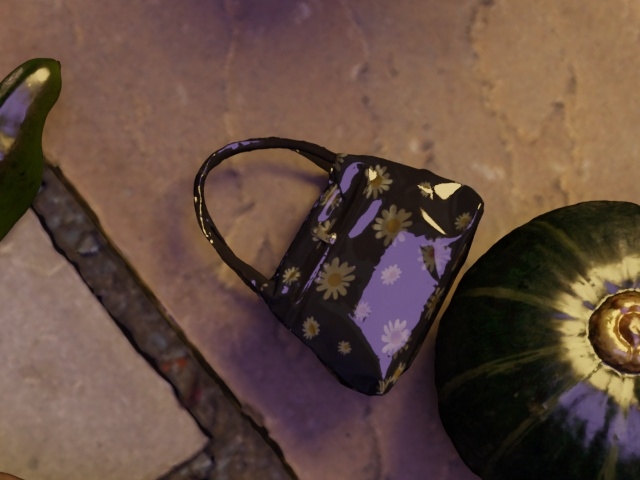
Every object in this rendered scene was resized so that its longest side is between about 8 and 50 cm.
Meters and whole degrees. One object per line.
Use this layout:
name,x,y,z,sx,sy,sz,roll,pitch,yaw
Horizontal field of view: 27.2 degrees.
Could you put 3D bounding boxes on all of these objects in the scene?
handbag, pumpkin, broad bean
handbag,0.000,0.000,0.656,0.139,0.072,0.115,29,87,-3
pumpkin,0.139,0.064,0.647,0.167,0.125,0.167,6,61,-11
broad bean,-0.171,0.004,0.639,0.061,0.046,0.195,10,91,-20

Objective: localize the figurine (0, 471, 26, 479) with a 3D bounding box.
figurine,-0.110,0.202,0.585,0.186,0.176,0.287,-36,100,-14
